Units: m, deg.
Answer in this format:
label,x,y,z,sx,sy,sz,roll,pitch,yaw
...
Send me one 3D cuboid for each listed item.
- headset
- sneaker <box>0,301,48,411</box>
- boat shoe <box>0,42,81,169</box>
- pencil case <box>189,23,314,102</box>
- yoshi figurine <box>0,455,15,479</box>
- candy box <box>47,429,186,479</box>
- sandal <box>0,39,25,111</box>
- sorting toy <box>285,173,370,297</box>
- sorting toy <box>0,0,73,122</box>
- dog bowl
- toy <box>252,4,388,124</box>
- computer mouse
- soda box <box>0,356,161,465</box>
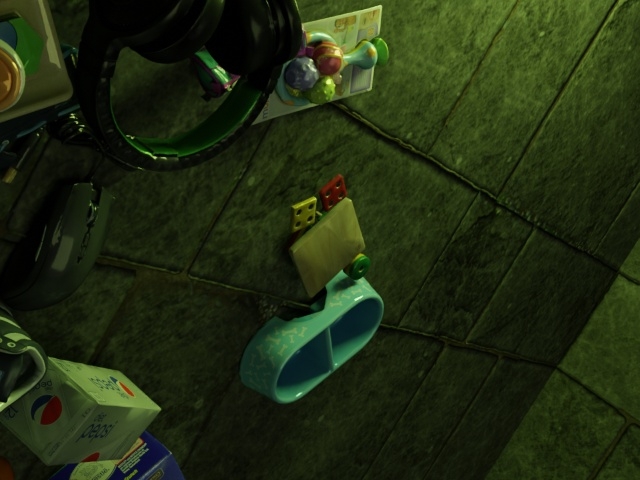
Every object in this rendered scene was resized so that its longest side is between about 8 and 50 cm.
label,x,y,z,sx,sy,sz,roll,pitch,yaw
headset,-0.139,-0.270,1.033,0.243,0.185,0.394,-3,126,-47
sneaker,-0.426,0.115,1.021,0.282,0.153,0.099,11,110,-54
boat shoe,-0.339,-0.106,0.973,0.258,0.109,0.089,-36,131,-22
pencil case,-0.088,-0.234,1.199,0.152,0.070,0.064,-32,158,-23
yoshi figurine,-0.491,0.244,1.048,0.203,0.203,0.362,-64,162,-17
candy box,-0.328,0.465,1.482,0.268,0.122,0.317,-39,143,-24
sandal,-0.383,-0.166,0.787,0.265,0.076,0.102,13,107,-14
sorting toy,0.000,0.000,1.543,0.132,0.046,0.274,-43,145,-17
sorting toy,-0.339,-0.207,0.879,0.193,0.038,0.208,-27,114,-34
dog bowl,-0.006,0.172,1.663,0.297,0.074,0.166,-35,142,-25
toy,0.007,-0.240,1.331,0.237,0.056,0.137,-25,135,-37
computer mouse,-0.312,-0.025,1.123,0.262,0.060,0.184,-56,147,2
soda box,-0.305,0.227,1.240,0.098,0.091,0.286,-50,169,-6
